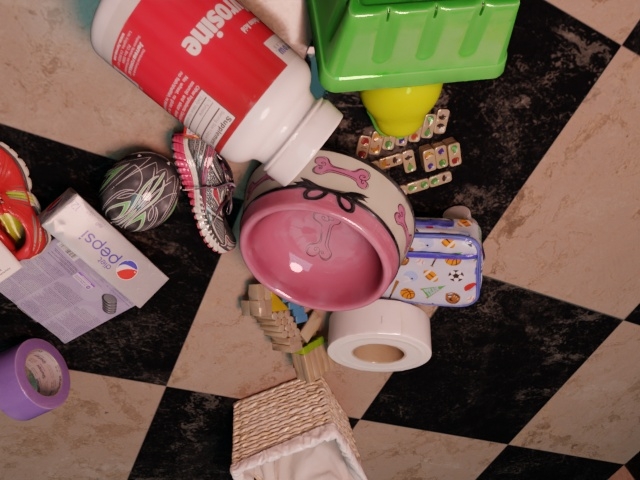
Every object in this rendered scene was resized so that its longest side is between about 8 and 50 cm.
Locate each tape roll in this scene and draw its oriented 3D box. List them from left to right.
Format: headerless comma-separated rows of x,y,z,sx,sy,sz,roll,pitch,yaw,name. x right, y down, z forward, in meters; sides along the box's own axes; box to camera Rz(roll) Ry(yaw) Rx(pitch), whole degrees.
-0.735,0.352,1.302,0.080,0.189,0.189,-24,124,5,tape roll
0.161,0.267,1.407,0.285,0.100,0.286,4,147,3,tape roll

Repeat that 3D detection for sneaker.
-0.656,-0.087,1.055,0.107,0.118,0.279,-22,108,5,sneaker
-0.237,-0.102,1.143,0.111,0.121,0.299,-15,123,-5,sneaker

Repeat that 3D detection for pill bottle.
-0.168,-0.290,0.908,0.407,0.229,0.229,39,110,-12,pill bottle
0.372,-0.004,1.342,0.094,0.094,0.170,-23,124,4,pill bottle

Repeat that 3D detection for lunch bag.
0.251,0.047,1.291,0.303,0.115,0.243,2,129,17,lunch bag

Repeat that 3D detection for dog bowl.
0.000,0.000,1.140,0.407,0.150,0.408,10,138,9,dog bowl

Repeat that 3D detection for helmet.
-0.381,-0.101,1.083,0.169,0.161,0.170,-2,94,-36,helmet

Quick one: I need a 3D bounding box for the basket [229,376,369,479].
-0.065,0.626,1.568,0.331,0.267,0.329,-22,124,5,basket

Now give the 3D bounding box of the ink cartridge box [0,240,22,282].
-0.751,-0.019,1.012,0.198,0.115,0.273,-5,123,47,ink cartridge box

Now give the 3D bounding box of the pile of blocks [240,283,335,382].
-0.095,0.238,1.421,0.112,0.149,0.362,-4,127,46,pile of blocks

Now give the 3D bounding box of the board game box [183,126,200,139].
-0.176,-0.269,1.053,0.193,0.045,0.147,6,92,-16,board game box

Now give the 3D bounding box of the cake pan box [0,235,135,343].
-0.609,0.103,1.237,0.245,0.070,0.267,-30,124,7,cake pan box

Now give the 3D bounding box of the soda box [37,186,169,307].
-0.478,0.020,1.140,0.098,0.091,0.286,-47,125,-13,soda box

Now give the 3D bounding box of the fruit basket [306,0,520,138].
0.163,-0.384,0.999,0.391,0.283,0.392,-8,167,-2,fruit basket

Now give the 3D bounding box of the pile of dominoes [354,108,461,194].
0.207,-0.188,1.222,0.251,0.040,0.196,-17,125,0,pile of dominoes
